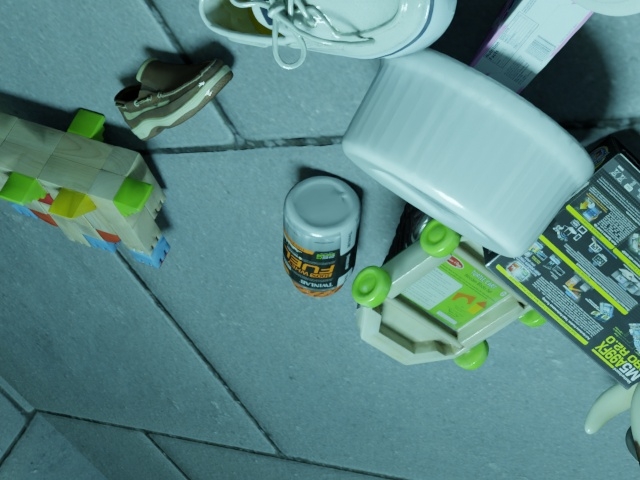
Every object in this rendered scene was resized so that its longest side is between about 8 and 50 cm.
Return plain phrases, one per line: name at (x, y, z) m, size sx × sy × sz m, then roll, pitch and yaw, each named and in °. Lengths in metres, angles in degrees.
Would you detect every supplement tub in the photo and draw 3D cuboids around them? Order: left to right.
supplement tub at (0.000, 0.000, 1.544) m, size 0.117 × 0.117 × 0.190 m, roll 22°, pitch 147°, yaw 13°

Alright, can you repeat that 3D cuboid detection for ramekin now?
ramekin at (0.158, -0.097, 1.156) m, size 0.277 × 0.135 × 0.277 m, roll 33°, pitch 180°, yaw 0°

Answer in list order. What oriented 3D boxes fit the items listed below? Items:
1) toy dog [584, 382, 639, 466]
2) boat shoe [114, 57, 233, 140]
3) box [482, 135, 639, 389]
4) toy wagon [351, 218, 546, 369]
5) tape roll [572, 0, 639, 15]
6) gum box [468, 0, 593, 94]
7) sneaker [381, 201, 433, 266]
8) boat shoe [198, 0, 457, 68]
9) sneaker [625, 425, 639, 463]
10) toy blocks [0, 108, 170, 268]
toy dog at (0.514, 0.339, 1.329) m, size 0.396 × 0.408 × 0.284 m, roll 10°, pitch 142°, yaw 28°
boat shoe at (-0.226, -0.217, 1.451) m, size 0.095 × 0.095 × 0.257 m, roll 49°, pitch 144°, yaw -17°
box at (0.373, 0.034, 1.253) m, size 0.270 × 0.060 × 0.216 m, roll 39°, pitch 115°, yaw -15°
toy wagon at (0.217, 0.053, 1.390) m, size 0.344 × 0.068 × 0.267 m, roll -38°, pitch 134°, yaw 21°
tape roll at (0.240, -0.303, 0.707) m, size 0.246 × 0.169 × 0.246 m, roll 58°, pitch 167°, yaw 22°
gum box at (0.230, -0.237, 1.044) m, size 0.062 × 0.107 × 0.188 m, roll 33°, pitch 148°, yaw -4°
sneaker at (0.188, 0.022, 1.467) m, size 0.163 × 0.106 × 0.281 m, roll 13°, pitch 145°, yaw -5°
boat shoe at (-0.024, -0.260, 1.082) m, size 0.367 × 0.157 × 0.135 m, roll 19°, pitch 119°, yaw 51°
sneaker at (0.591, 0.404, 1.653) m, size 0.270 × 0.090 × 0.145 m, roll 28°, pitch 145°, yaw -1°
toy blocks at (-0.414, -0.079, 1.739) m, size 0.382 × 0.190 × 0.261 m, roll 17°, pitch 157°, yaw 19°
